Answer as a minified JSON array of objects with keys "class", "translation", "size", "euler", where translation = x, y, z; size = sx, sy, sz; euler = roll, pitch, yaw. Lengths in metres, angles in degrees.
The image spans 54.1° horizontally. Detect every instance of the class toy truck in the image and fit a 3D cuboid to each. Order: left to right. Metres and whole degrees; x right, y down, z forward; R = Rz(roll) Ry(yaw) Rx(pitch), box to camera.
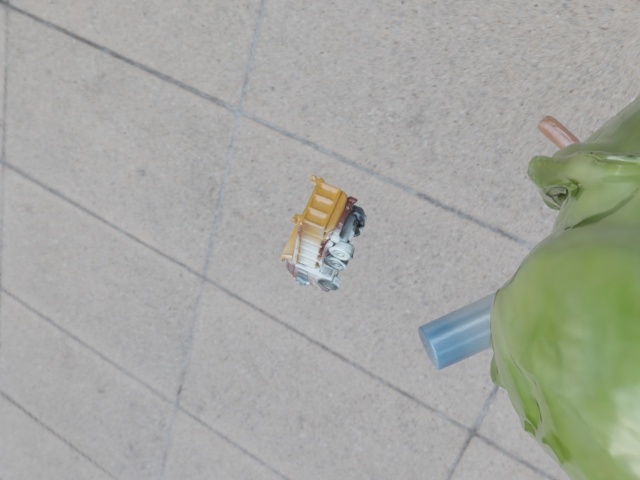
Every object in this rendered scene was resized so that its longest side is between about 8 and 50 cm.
[{"class":"toy truck","translation":[0.000,0.000,1.177],"size":[0.135,0.114,0.270],"euler":[23,155,4]}]

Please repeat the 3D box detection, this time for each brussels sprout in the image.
[{"class":"brussels sprout","translation":[0.326,0.080,0.434],"size":[0.342,0.361,0.425],"euler":[-25,86,-10]}]

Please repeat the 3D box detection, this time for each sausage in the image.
[{"class":"sausage","translation":[0.420,-0.186,1.102],"size":[0.083,0.034,0.034],"euler":[49,124,21]}]

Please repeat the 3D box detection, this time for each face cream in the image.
[{"class":"face cream","translation":[0.282,0.121,0.986],"size":[0.250,0.077,0.077],"euler":[-23,97,-3]}]
